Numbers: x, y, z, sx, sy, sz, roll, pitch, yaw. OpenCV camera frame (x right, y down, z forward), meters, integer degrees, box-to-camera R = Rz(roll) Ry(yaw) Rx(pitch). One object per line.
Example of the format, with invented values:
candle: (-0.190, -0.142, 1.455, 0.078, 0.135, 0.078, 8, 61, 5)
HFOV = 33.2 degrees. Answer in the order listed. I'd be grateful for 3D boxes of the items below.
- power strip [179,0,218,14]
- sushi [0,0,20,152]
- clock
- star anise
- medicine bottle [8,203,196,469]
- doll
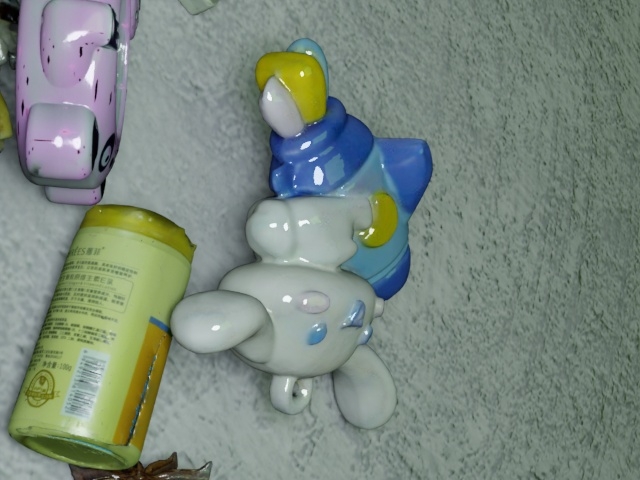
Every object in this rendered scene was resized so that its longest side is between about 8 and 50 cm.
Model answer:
power strip: (-0.206, -0.397, 1.104, 0.367, 0.043, 0.106, 49, 53, -26)
sushi: (-0.334, -0.208, 0.913, 0.131, 0.139, 0.291, -9, 90, -63)
clock: (-0.213, -0.164, 0.950, 0.090, 0.227, 0.248, 5, 82, -7)
star anise: (-0.164, 0.229, 0.990, 0.141, 0.141, 0.042, -11, 109, -44)
medicine bottle: (-0.193, 0.082, 0.984, 0.124, 0.124, 0.239, 32, 61, -35)
doll: (0.009, 0.001, 1.119, 0.376, 0.187, 0.365, 58, 42, -71)
